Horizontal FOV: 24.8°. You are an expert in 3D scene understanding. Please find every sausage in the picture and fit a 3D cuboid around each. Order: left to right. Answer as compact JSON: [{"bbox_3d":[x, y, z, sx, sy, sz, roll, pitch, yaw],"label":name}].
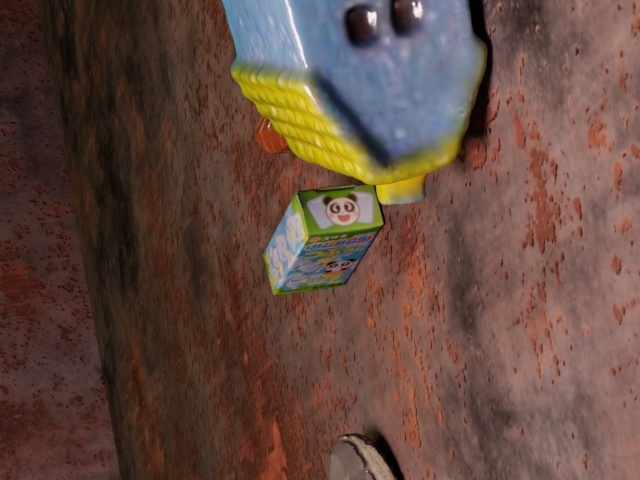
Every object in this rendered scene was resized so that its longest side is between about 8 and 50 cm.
[{"bbox_3d":[-0.041,-0.144,1.849,0.169,0.065,0.065,163,99,-73],"label":"sausage"}]

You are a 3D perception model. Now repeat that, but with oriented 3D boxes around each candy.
[{"bbox_3d":[0.000,0.000,1.726,0.194,0.097,0.062,120,140,-63],"label":"candy"}]

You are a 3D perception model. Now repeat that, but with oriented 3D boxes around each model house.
[{"bbox_3d":[0.029,-0.190,1.393,0.237,0.215,0.303,-154,55,-68],"label":"model house"}]

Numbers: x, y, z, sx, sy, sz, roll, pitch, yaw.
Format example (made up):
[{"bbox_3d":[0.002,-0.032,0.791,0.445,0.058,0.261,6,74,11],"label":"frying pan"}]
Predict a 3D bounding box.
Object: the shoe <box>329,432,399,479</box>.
[{"bbox_3d":[0.025,0.399,1.695,0.132,0.171,0.336,123,135,-64],"label":"shoe"}]
